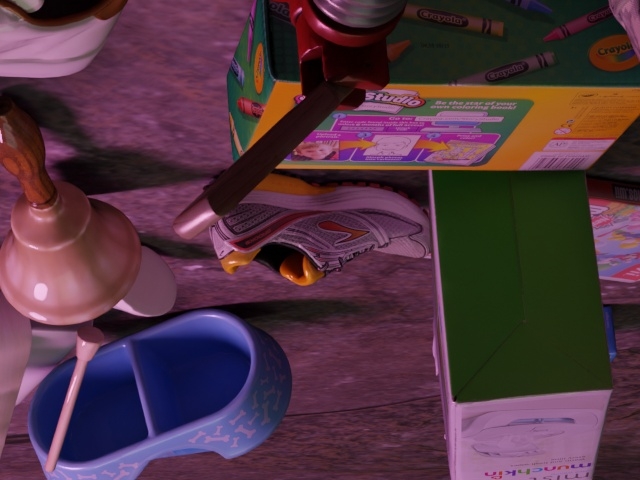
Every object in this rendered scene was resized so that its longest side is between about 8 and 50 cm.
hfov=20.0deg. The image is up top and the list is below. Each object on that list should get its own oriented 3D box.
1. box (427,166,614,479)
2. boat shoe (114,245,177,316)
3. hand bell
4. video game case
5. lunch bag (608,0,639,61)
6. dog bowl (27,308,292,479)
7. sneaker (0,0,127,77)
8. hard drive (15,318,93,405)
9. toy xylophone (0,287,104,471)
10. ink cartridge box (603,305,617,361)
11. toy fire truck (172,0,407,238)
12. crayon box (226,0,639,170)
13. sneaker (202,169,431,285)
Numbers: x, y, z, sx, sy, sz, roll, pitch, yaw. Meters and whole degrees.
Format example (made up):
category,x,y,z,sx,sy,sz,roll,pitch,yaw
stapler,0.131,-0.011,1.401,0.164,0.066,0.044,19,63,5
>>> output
category,x,y,z,sx,sy,sz,roll,pitch,yaw
box,0.150,0.044,1.456,0.127,0.262,0.231,-5,154,3
boat shoe,-0.216,0.032,1.712,0.063,0.066,0.184,-1,171,41
hand bell,-0.227,-0.043,1.453,0.126,0.126,0.242,-5,149,3
video game case,0.257,-0.010,1.741,0.285,0.025,0.204,7,159,-31
lunch bag,0.307,-0.096,1.098,0.213,0.256,0.305,-10,162,20
dog bowl,-0.180,0.172,1.956,0.297,0.166,0.074,-21,147,5
sneaker,-0.240,-0.149,1.054,0.290,0.106,0.123,-14,165,-35
hard drive,-0.404,0.120,1.966,0.233,0.047,0.353,3,162,-21
toy xylophone,-0.352,0.165,1.799,0.236,0.081,0.322,-4,131,-45
ink cartridge box,0.242,0.121,2.088,0.180,0.060,0.104,-4,163,-2
toy fire truck,0.004,-0.134,0.924,0.158,0.246,0.217,-1,162,-12
crayon box,0.084,-0.114,1.279,0.278,0.081,0.165,0,162,-12
sneaker,0.000,0.000,1.601,0.225,0.092,0.088,5,161,-27
